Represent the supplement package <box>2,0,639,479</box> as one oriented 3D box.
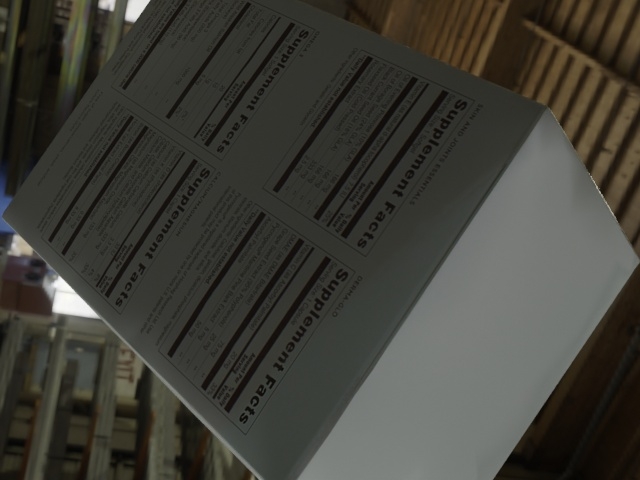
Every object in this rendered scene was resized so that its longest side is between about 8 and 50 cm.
[{"bbox_3d":[0.000,0.000,0.493,0.262,0.199,0.198,34,-90,37],"label":"supplement package"}]
